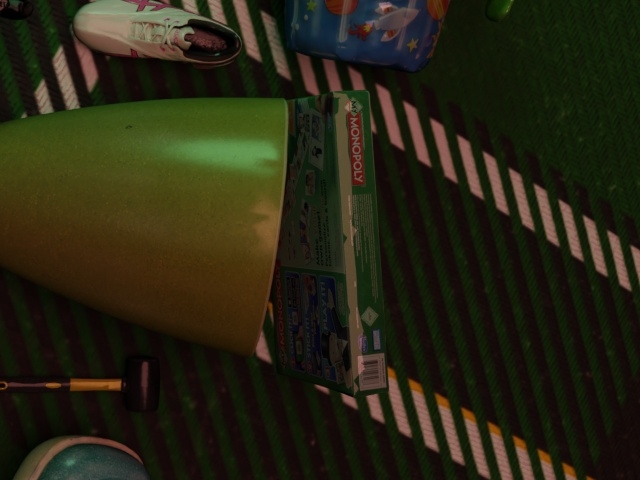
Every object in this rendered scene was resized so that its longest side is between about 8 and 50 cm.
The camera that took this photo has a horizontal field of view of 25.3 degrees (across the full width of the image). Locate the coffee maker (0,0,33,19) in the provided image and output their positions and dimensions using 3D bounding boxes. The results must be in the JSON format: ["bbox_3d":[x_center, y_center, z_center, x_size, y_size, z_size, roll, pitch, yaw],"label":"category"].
[{"bbox_3d":[-0.385,-0.242,1.411,0.171,0.178,0.120,-30,100,-22],"label":"coffee maker"}]

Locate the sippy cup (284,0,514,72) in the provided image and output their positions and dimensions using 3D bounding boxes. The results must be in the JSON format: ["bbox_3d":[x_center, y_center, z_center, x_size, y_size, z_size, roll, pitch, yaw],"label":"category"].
[{"bbox_3d":[0.058,-0.307,1.587,0.305,0.240,0.224,12,99,15],"label":"sippy cup"}]

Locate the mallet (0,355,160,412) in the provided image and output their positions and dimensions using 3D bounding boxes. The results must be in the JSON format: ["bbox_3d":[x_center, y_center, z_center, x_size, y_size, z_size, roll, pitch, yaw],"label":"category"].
[{"bbox_3d":[-0.266,0.148,1.555,0.190,0.039,0.062,9,89,-19],"label":"mallet"}]

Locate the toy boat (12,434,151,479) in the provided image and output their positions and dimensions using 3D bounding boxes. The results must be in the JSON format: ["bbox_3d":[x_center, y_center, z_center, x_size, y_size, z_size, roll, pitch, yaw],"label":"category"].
[{"bbox_3d":[-0.297,0.326,1.438,0.318,0.148,0.267,18,85,-49],"label":"toy boat"}]

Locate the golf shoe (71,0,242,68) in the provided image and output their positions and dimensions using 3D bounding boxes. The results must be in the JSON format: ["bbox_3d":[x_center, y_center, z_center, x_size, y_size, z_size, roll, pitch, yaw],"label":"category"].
[{"bbox_3d":[-0.175,-0.230,1.553,0.186,0.086,0.067,5,91,-22],"label":"golf shoe"}]

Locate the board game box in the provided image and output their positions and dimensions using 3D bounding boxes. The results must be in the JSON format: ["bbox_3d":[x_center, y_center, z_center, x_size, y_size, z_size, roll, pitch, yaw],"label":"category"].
[{"bbox_3d":[0.000,0.000,1.564,0.046,0.213,0.317,-5,94,-22],"label":"board game box"}]

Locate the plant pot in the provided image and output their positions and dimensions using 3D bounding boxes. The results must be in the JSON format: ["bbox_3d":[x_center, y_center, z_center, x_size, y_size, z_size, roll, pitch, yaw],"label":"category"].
[{"bbox_3d":[-0.200,-0.032,1.473,0.294,0.275,0.274,8,89,-8],"label":"plant pot"}]
